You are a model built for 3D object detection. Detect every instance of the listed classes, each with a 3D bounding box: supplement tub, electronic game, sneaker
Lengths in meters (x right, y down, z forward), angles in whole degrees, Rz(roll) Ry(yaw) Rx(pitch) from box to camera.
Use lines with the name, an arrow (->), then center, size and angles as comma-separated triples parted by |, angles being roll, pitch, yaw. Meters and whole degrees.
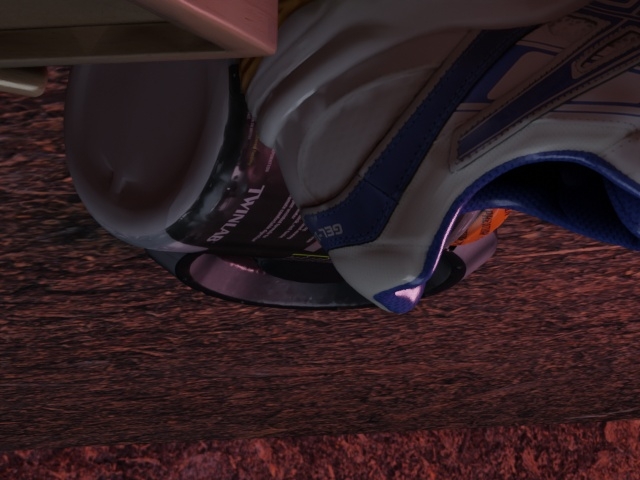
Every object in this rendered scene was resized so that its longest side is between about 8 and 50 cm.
supplement tub -> -0.004, -0.048, 0.778 | 0.190, 0.117, 0.117 | 5, 164, -44
electronic game -> 0.000, 0.000, 1.175 | 0.229, 0.048, 0.229 | 0, 162, 0
sneaker -> 0.124, -0.062, 0.673 | 0.296, 0.131, 0.112 | -19, 168, -7

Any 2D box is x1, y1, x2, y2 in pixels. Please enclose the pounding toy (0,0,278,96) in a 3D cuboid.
pounding toy -> -0.119, -0.102, 0.546 | 0.206, 0.094, 0.181 | 0, 175, 18
